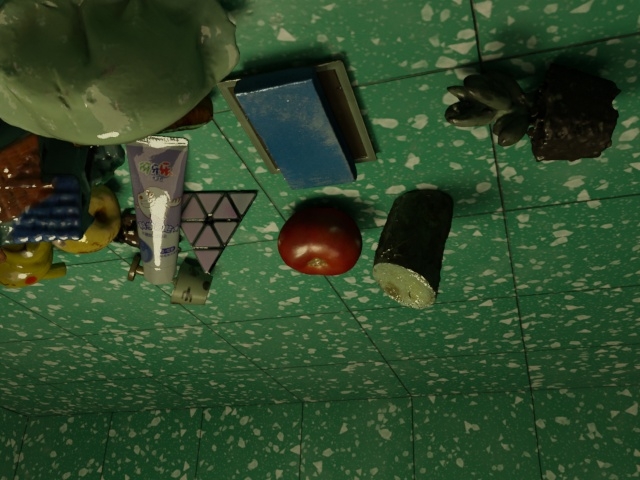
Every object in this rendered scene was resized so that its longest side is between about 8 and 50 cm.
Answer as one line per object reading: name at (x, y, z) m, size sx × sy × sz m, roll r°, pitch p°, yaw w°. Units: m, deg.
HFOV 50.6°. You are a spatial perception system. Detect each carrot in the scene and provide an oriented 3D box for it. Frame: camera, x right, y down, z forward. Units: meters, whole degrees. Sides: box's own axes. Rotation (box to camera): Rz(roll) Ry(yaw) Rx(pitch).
carrot at (-0.299, -0.205, 1.142) m, size 0.260 × 0.070 × 0.070 m, roll -20°, pitch 168°, yaw -37°

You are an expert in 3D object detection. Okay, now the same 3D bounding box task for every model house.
model house at (-0.493, -0.115, 1.124) m, size 0.252 × 0.329 × 0.295 m, roll 3°, pitch 143°, yaw -4°

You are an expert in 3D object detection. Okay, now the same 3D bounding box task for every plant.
plant at (0.345, -0.211, 1.127) m, size 0.275 × 0.149 × 0.146 m, roll 7°, pitch 151°, yaw -3°

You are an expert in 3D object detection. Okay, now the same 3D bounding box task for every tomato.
tomato at (0.000, 0.000, 1.554) m, size 0.195 × 0.136 × 0.195 m, roll 4°, pitch 151°, yaw 2°

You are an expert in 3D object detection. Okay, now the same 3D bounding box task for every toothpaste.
toothpaste at (-0.348, -0.066, 1.449) m, size 0.125 × 0.080 × 0.371 m, roll 6°, pitch 127°, yaw -5°

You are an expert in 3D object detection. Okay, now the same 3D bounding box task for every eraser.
eraser at (-0.036, -0.196, 1.249) m, size 0.144 × 0.042 × 0.312 m, roll -7°, pitch 150°, yaw 15°

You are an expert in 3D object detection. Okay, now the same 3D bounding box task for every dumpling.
dumpling at (-0.321, -0.269, 0.998) m, size 0.270 × 0.320 × 0.212 m, roll 54°, pitch 149°, yaw -15°

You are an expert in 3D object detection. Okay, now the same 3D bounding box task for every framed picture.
framed picture at (-0.034, -0.223, 1.265) m, size 0.231 × 0.018 × 0.293 m, roll -6°, pitch 151°, yaw 15°

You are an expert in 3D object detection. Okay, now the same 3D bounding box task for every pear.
pear at (-0.523, -0.053, 1.461) m, size 0.178 × 0.178 × 0.178 m, roll 2°, pitch 152°, yaw 1°

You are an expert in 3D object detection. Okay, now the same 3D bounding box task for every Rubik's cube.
Rubik's cube at (-0.270, -0.011, 1.515) m, size 0.190 × 0.178 × 0.211 m, roll 14°, pitch 148°, yaw -16°

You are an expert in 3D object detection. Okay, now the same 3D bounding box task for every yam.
yam at (0.199, 0.011, 1.467) m, size 0.154 × 0.254 × 0.154 m, roll 12°, pitch 151°, yaw 7°

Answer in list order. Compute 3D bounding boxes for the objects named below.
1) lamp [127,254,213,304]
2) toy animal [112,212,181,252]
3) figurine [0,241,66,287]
lamp at (-0.400, 0.106, 1.802) m, size 0.215 × 0.121 × 0.121 m, roll 18°, pitch 149°, yaw -10°
toy animal at (-0.434, -0.006, 1.622) m, size 0.233 × 0.084 × 0.148 m, roll 15°, pitch 162°, yaw -29°
figurine at (-0.716, 0.008, 1.591) m, size 0.218 × 0.169 × 0.327 m, roll 25°, pitch 145°, yaw -8°
